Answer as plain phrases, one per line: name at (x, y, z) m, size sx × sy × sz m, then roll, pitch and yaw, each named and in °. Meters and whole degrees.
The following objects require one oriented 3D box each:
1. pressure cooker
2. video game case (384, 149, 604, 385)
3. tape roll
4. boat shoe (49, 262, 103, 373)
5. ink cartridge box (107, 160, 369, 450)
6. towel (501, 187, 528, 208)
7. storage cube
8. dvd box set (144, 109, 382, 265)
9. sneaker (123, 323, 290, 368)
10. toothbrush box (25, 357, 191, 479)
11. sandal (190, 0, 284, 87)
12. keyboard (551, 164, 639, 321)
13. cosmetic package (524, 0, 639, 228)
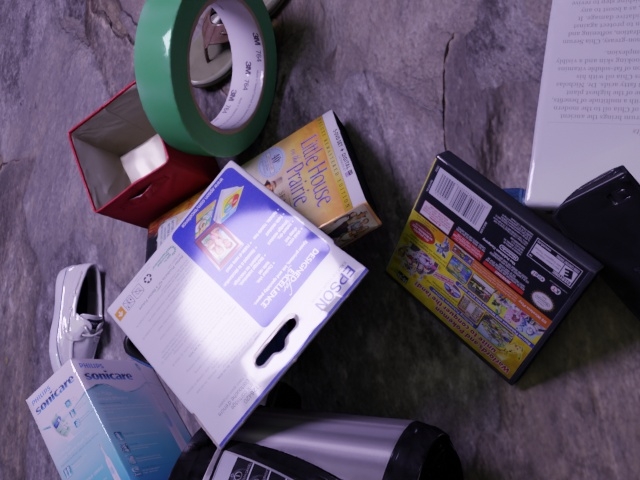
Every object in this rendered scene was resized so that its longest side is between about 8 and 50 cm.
pressure cooker at (-0.033, 0.425, 0.916) m, size 0.420 × 0.370 × 0.376 m, roll -1°, pitch 105°, yaw 25°
video game case at (0.237, 0.043, 0.977) m, size 0.275 × 0.035 × 0.248 m, roll 42°, pitch 135°, yaw 25°
tape roll at (-0.190, -0.310, 1.162) m, size 0.077 × 0.321 × 0.321 m, roll 10°, pitch 84°, yaw 26°
boat shoe at (-0.483, 0.169, 1.324) m, size 0.084 × 0.095 × 0.258 m, roll -16°, pitch 74°, yaw 25°
ink cartridge box at (-0.122, 0.082, 0.943) m, size 0.307 × 0.072 × 0.304 m, roll 39°, pitch 88°, yaw 30°
towel at (0.275, -0.051, 1.059) m, size 0.119 × 0.029 × 0.067 m, roll -1°, pitch 78°, yaw 25°
storage cube at (-0.329, -0.154, 1.265) m, size 0.183 × 0.193 × 0.215 m, roll -32°, pitch 67°, yaw 16°
dvd box set at (-0.118, -0.028, 1.121) m, size 0.420 × 0.062 × 0.308 m, roll -30°, pitch 37°, yaw 13°
sneaker at (-0.205, 0.192, 1.163) m, size 0.330 × 0.147 × 0.130 m, roll -7°, pitch 77°, yaw 23°
toothbrush box at (-0.342, 0.359, 1.153) m, size 0.126 × 0.216 × 0.295 m, roll -42°, pitch 67°, yaw 11°
sandal at (-0.184, -0.443, 1.318) m, size 0.120 × 0.086 × 0.303 m, roll 43°, pitch 98°, yaw 26°
keyboard at (0.463, 0.029, 0.830) m, size 0.317 × 0.033 × 0.201 m, roll 46°, pitch 137°, yaw -10°
cosmetic package at (0.447, -0.242, 0.946) m, size 0.230 × 0.161 × 0.453 m, roll 7°, pitch 82°, yaw 25°
